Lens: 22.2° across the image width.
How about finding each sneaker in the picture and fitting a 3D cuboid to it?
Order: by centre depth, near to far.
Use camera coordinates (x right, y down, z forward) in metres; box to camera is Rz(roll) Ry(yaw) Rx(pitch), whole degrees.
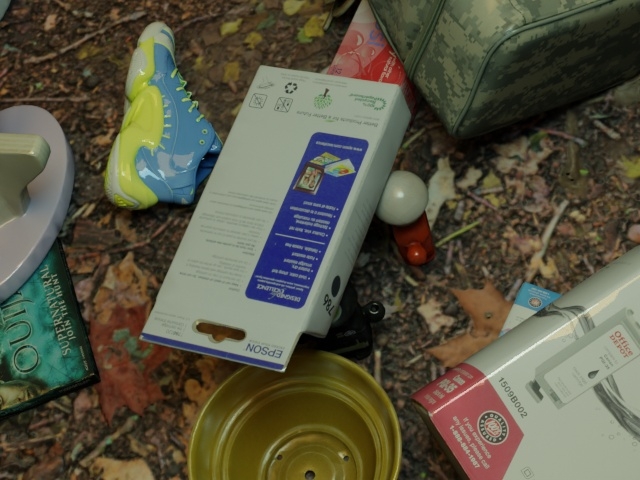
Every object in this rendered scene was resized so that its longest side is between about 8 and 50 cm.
[{"bbox_3d":[-0.167,-0.136,1.865,0.126,0.091,0.240,10,66,-2],"label":"sneaker"}]

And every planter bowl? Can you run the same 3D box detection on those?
[{"bbox_3d":[-0.019,0.226,1.639,0.217,0.090,0.217,-5,64,10],"label":"planter bowl"}]

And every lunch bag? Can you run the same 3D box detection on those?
[{"bbox_3d":[0.208,-0.283,1.724,0.305,0.212,0.256,-22,67,-25],"label":"lunch bag"}]

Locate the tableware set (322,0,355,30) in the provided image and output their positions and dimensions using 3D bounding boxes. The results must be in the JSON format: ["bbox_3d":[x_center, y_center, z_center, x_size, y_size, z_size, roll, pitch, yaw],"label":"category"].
[{"bbox_3d":[0.047,-0.345,1.880,0.039,0.128,0.194,29,68,-15],"label":"tableware set"}]

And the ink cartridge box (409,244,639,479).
[{"bbox_3d":[0.260,0.160,1.546,0.283,0.117,0.207,-33,94,-4],"label":"ink cartridge box"}]

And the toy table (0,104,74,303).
[{"bbox_3d":[-0.393,-0.071,1.812,0.252,0.161,0.274,-6,57,14],"label":"toy table"}]

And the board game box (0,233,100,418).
[{"bbox_3d":[-0.327,0.095,1.810,0.126,0.026,0.186,-22,62,2],"label":"board game box"}]

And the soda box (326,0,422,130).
[{"bbox_3d":[0.101,-0.262,1.851,0.092,0.083,0.263,17,69,20],"label":"soda box"}]

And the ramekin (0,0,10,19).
[{"bbox_3d":[-0.510,-0.340,2.001,0.277,0.135,0.277,-5,64,11],"label":"ramekin"}]

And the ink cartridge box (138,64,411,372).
[{"bbox_3d":[-0.041,-0.017,1.617,0.165,0.065,0.332,12,64,24],"label":"ink cartridge box"}]

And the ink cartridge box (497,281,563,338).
[{"bbox_3d":[0.225,0.117,1.657,0.088,0.052,0.122,20,70,21],"label":"ink cartridge box"}]

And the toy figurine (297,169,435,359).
[{"bbox_3d":[0.000,0.000,1.711,0.209,0.148,0.213,30,75,24],"label":"toy figurine"}]
